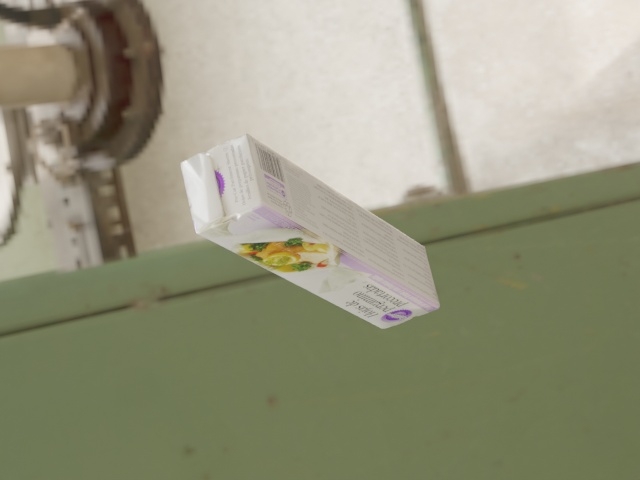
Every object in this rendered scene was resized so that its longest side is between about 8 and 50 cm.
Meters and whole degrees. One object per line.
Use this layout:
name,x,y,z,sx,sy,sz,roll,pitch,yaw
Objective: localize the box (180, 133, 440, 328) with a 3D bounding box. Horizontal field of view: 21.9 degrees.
box,0.000,0.000,1.359,0.063,0.324,0.067,-22,66,22
